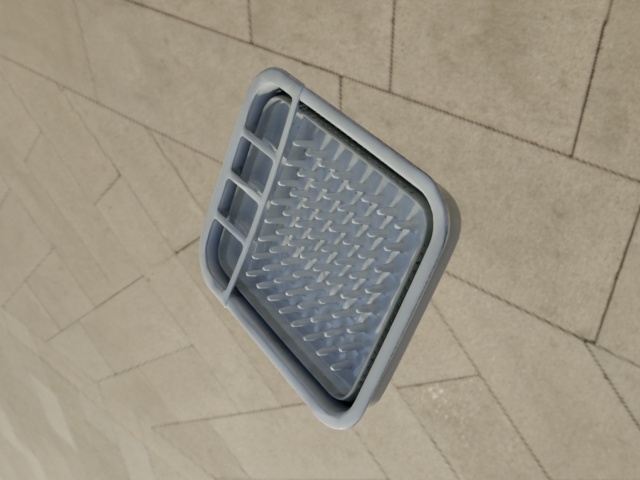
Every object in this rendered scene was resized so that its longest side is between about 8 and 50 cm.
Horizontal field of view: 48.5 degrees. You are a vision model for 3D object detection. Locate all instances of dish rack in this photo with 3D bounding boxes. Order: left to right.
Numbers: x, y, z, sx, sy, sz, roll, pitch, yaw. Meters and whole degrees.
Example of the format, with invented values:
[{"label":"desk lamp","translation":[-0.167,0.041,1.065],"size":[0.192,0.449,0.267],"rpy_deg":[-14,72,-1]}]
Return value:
[{"label":"dish rack","translation":[0.000,0.000,0.762],"size":[0.333,0.072,0.285],"rpy_deg":[44,121,40]}]
